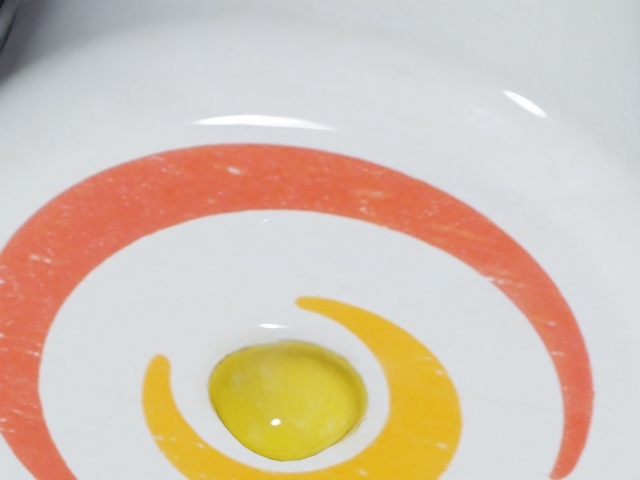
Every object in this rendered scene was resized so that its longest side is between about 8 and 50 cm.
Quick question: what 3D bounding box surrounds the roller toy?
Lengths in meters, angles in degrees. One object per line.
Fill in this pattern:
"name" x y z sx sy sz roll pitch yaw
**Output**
"roller toy" 0.000 0.000 0.422 0.191 0.209 0.146 -21 -146 23
